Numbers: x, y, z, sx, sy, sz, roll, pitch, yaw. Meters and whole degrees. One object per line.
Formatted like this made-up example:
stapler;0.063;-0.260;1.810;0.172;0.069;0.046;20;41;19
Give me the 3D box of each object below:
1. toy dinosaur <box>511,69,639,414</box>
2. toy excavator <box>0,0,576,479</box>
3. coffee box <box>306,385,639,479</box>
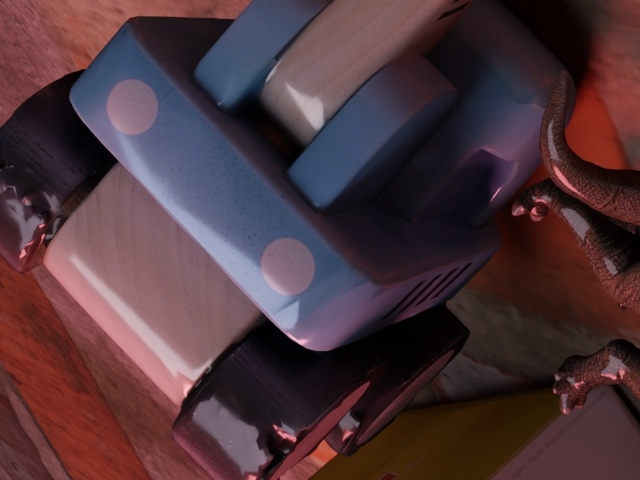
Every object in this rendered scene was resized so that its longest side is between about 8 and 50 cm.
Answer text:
toy dinosaur;0.190;0.029;0.926;0.160;0.121;0.313;14;134;37
toy excavator;0.029;-0.096;0.899;0.222;0.445;0.433;45;-162;11
coffee box;0.087;0.328;1.237;0.334;0.337;0.338;54;157;-6
